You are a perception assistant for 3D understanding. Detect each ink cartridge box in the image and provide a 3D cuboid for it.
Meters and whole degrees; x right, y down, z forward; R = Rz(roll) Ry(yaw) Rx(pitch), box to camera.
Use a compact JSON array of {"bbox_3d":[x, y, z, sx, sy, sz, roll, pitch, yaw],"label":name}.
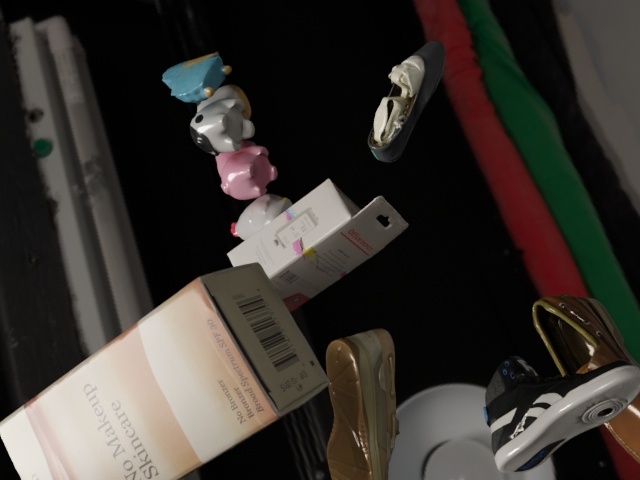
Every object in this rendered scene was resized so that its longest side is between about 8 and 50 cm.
[{"bbox_3d":[0.000,0.000,0.943,0.067,0.198,0.115,60,-169,28],"label":"ink cartridge box"}]

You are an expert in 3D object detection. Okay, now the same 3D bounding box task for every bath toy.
[{"bbox_3d":[-0.145,-0.136,1.285,0.151,0.129,0.348,-56,-48,-46],"label":"bath toy"}]

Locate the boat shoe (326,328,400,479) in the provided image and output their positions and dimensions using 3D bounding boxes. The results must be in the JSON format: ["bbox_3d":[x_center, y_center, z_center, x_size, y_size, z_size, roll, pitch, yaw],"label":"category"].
[{"bbox_3d":[0.075,0.279,1.125,0.098,0.109,0.302,-14,-74,-35],"label":"boat shoe"}]

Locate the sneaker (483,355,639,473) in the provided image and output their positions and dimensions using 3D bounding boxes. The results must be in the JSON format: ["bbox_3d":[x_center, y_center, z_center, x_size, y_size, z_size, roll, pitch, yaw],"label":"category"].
[{"bbox_3d":[0.266,0.171,0.894,0.079,0.217,0.121,18,-139,-30],"label":"sneaker"}]

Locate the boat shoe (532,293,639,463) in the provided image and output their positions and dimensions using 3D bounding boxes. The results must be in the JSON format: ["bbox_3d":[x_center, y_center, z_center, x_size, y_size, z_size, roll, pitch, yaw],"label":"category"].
[{"bbox_3d":[0.393,0.200,1.061,0.104,0.111,0.307,9,-147,-28],"label":"boat shoe"}]

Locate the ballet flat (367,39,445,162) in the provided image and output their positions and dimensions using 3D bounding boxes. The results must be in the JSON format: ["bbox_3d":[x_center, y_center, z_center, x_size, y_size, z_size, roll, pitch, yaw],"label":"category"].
[{"bbox_3d":[0.127,-0.218,1.161,0.074,0.203,0.074,24,-173,-3],"label":"ballet flat"}]

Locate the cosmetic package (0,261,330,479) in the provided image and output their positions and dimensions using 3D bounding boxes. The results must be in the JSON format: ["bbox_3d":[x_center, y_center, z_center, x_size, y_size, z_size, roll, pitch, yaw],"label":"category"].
[{"bbox_3d":[-0.160,0.164,0.765,0.153,0.296,0.129,57,-159,9],"label":"cosmetic package"}]
